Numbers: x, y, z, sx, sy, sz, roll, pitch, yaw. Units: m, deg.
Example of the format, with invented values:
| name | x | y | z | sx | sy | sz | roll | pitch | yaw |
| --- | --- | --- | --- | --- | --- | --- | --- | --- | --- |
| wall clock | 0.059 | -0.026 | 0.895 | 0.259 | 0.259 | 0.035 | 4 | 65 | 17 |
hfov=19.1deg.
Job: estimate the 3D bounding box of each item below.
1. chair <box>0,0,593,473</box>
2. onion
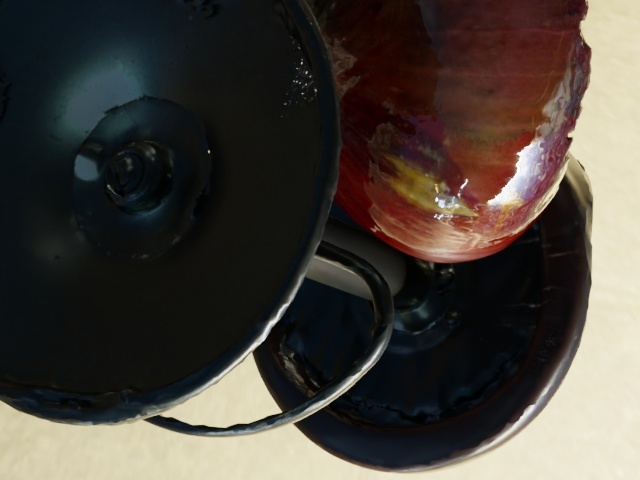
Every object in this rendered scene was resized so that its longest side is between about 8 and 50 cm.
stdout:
| name | x | y | z | sx | sy | sz | roll | pitch | yaw |
| --- | --- | --- | --- | --- | --- | --- | --- | --- | --- |
| chair | 0.000 | 0.000 | 0.972 | 0.226 | 0.401 | 0.226 | -5 | 78 | 27 |
| onion | 0.046 | -0.112 | 0.933 | 0.161 | 0.248 | 0.248 | -7 | 102 | 5 |
